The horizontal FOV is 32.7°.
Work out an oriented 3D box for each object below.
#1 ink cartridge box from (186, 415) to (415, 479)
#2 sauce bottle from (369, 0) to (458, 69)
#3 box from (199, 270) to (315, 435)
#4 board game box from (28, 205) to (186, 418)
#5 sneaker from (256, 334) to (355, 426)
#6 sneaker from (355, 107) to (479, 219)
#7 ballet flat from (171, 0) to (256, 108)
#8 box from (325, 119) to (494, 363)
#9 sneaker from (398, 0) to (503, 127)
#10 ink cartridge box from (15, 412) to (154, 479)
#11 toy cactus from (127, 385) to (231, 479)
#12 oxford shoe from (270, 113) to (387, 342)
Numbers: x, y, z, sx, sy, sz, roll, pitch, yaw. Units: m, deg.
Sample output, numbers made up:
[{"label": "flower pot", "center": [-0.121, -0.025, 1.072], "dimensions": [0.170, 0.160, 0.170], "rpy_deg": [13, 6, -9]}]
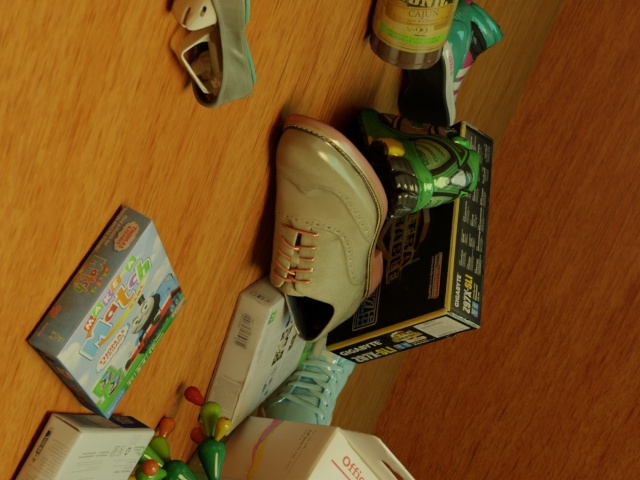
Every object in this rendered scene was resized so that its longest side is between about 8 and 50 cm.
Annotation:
[{"label": "ink cartridge box", "center": [-0.015, 0.374, 1.610], "dimensions": [0.207, 0.353, 0.119], "rpy_deg": [52, 57, -26]}, {"label": "sauce bottle", "center": [0.141, -0.384, 1.404], "dimensions": [0.111, 0.111, 0.344], "rpy_deg": [-51, 160, -41]}, {"label": "box", "center": [-0.064, 0.135, 1.701], "dimensions": [0.322, 0.058, 0.232], "rpy_deg": [-34, 148, -61]}, {"label": "board game box", "center": [-0.209, 0.080, 1.110], "dimensions": [0.160, 0.039, 0.211], "rpy_deg": [-58, 164, -20]}, {"label": "sneaker", "center": [-0.012, 0.226, 1.920], "dimensions": [0.366, 0.135, 0.150], "rpy_deg": [-63, 171, -57]}, {"label": "sneaker", "center": [0.133, -0.111, 1.576], "dimensions": [0.343, 0.146, 0.134], "rpy_deg": [-119, -156, -68]}, {"label": "ballet flat", "center": [-0.098, -0.193, 0.972], "dimensions": [0.068, 0.072, 0.213], "rpy_deg": [-27, 151, -15]}, {"label": "box", "center": [0.135, 0.007, 1.653], "dimensions": [0.257, 0.079, 0.322], "rpy_deg": [-25, -133, 47]}, {"label": "sneaker", "center": [0.217, -0.301, 1.817], "dimensions": [0.178, 0.123, 0.295], "rpy_deg": [-48, 160, -20]}, {"label": "ink cartridge box", "center": [-0.288, 0.297, 1.199], "dimensions": [0.224, 0.045, 0.223], "rpy_deg": [-62, 166, -4]}, {"label": "toy cactus", "center": [-0.161, 0.307, 1.401], "dimensions": [0.112, 0.180, 0.219], "rpy_deg": [-48, -172, 45]}, {"label": "oxford shoe", "center": [0.000, 0.000, 1.447], "dimensions": [0.146, 0.140, 0.397], "rpy_deg": [-54, 151, -27]}]
